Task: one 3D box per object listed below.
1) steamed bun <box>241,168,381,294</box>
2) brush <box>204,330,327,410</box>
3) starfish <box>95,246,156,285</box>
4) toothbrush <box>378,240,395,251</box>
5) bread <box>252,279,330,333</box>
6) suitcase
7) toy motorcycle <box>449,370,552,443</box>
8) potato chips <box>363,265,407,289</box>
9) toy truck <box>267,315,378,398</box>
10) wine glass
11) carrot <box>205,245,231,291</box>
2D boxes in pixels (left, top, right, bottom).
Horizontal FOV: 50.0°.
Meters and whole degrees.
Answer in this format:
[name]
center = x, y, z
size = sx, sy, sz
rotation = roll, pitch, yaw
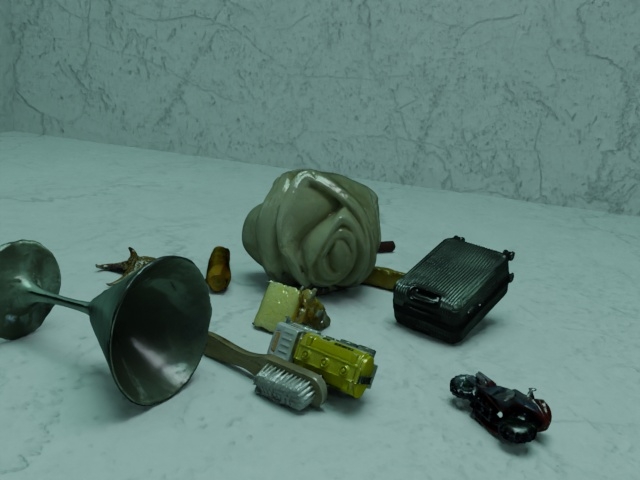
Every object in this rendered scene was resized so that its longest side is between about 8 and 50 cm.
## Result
[steamed bun]
center = 0.000, 0.000, 1.797
size = 0.368, 0.342, 0.255
rotation = 6, 40, -23
[brush]
center = -0.131, 0.246, 1.309
size = 0.328, 0.069, 0.065
rotation = 17, 29, 37
[starfish]
center = -0.480, 0.066, 1.805
size = 0.213, 0.056, 0.238
rotation = 2, 14, 12
[toothbrush]
center = 0.085, 0.027, 2.181
size = 0.364, 0.040, 0.041
rotation = -3, 19, -30
[bread]
center = -0.061, 0.172, 1.586
size = 0.147, 0.127, 0.152
rotation = 14, -16, 31
[suitcase]
center = 0.331, 0.114, 1.689
size = 0.202, 0.128, 0.312
rotation = 19, 39, 36
[toy motorcycle]
center = 0.335, 0.297, 1.259
size = 0.123, 0.082, 0.213
rotation = -3, 19, -25
[potato chips]
center = 0.249, 0.125, 1.866
size = 0.407, 0.057, 0.080
rotation = 16, 16, 31
[toy truck]
center = 0.005, 0.222, 1.305
size = 0.227, 0.097, 0.114
rotation = 17, -4, 32
[wine glass]
center = -0.435, 0.125, 1.288
size = 0.406, 0.266, 0.267
rotation = 11, 16, 30
[carrot]
center = -0.272, 0.072, 1.848
size = 0.070, 0.070, 0.260
rotation = 4, 14, -8
